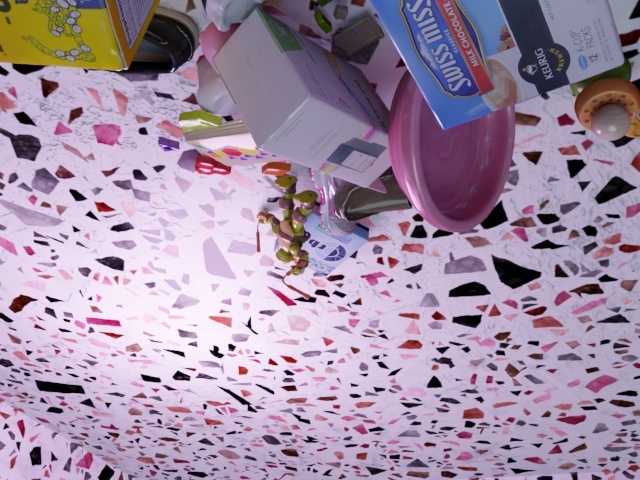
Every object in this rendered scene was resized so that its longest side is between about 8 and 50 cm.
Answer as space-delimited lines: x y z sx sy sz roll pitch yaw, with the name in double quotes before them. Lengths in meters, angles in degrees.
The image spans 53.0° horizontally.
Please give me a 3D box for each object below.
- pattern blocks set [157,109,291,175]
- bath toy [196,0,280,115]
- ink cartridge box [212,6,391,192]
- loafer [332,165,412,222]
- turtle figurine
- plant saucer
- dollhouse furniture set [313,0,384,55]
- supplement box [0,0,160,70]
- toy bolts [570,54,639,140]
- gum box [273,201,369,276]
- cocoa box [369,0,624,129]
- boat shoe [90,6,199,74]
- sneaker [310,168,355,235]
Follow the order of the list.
"pattern blocks set" -0.161 -0.185 1.237 0.324 0.026 0.285 1 166 24
"bath toy" -0.141 -0.359 1.052 0.151 0.129 0.348 -18 155 -27
"ink cartridge box" 0.014 -0.216 1.068 0.119 0.207 0.353 -42 150 25
"loafer" 0.141 -0.103 1.263 0.251 0.087 0.094 -27 131 -7
"turtle figurine" -0.059 -0.018 1.410 0.087 0.270 0.218 -8 130 -27
"plant saucer" 0.218 -0.182 1.076 0.084 0.332 0.332 8 149 41
"dollhouse furniture set" 0.037 -0.381 1.072 0.076 0.059 0.151 -25 150 24
"supplement box" -0.314 -0.409 0.831 0.195 0.357 0.194 4 140 4
"toy bolts" 0.564 -0.230 1.061 0.218 0.159 0.228 32 135 -27
"gum box" 0.000 0.000 1.528 0.156 0.041 0.184 26 138 -21
"cocoa box" 0.211 -0.359 0.812 0.227 0.347 0.231 -17 133 27
"boat shoe" -0.389 -0.347 1.111 0.339 0.113 0.127 11 141 -4
"sneaker" 0.054 -0.101 1.348 0.111 0.103 0.252 -1 141 13
